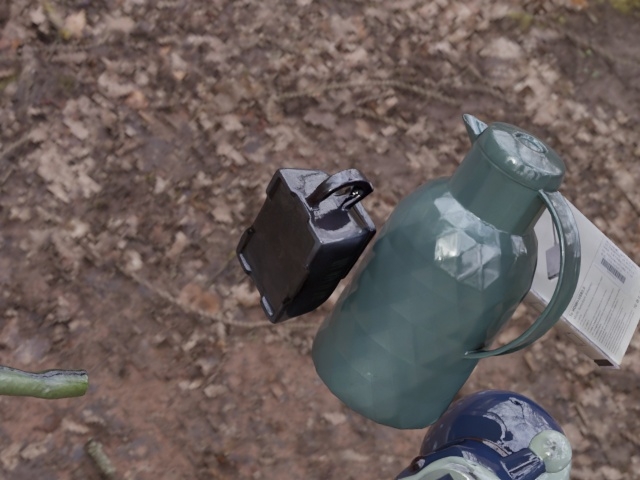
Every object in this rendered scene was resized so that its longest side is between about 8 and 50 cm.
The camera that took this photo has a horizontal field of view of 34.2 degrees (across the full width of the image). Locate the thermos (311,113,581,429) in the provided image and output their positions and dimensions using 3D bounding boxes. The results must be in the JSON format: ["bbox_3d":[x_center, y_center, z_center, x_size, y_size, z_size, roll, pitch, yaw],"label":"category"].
[{"bbox_3d":[0.120,0.038,0.923,0.145,0.286,0.182,-2,43,-43],"label":"thermos"}]

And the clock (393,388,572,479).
[{"bbox_3d":[0.156,0.233,1.000,0.146,0.199,0.243,54,24,7],"label":"clock"}]

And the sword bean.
[{"bbox_3d":[-0.398,0.168,1.275,0.269,0.038,0.043,15,25,-46],"label":"sword bean"}]

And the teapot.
[{"bbox_3d":[0.000,0.000,0.911,0.096,0.177,0.087,-9,56,-33],"label":"teapot"}]

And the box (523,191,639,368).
[{"bbox_3d":[0.281,0.029,1.205,0.247,0.033,0.129,40,66,-19],"label":"box"}]
